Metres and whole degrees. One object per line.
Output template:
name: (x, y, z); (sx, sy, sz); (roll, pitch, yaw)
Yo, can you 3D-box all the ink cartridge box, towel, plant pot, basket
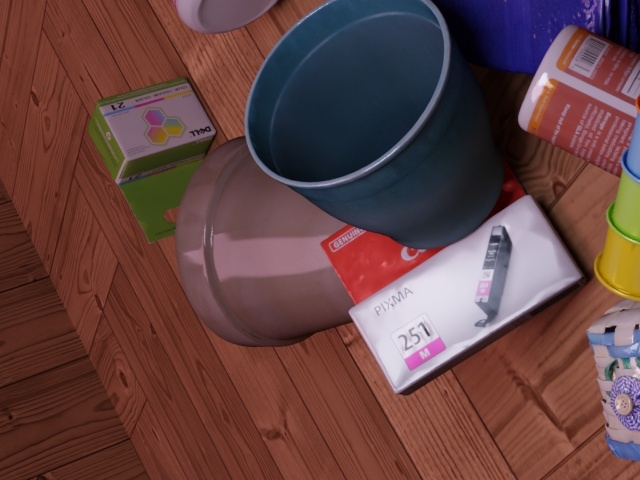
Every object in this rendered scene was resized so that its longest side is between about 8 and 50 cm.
ink cartridge box: (-0.275, -0.147, 2.408); (0.255, 0.189, 0.097); (60, 149, 17)
ink cartridge box: (0.156, 0.025, 1.687); (0.239, 0.275, 0.060); (60, -169, 18)
towel: (0.236, -0.301, 1.524); (0.308, 0.076, 0.227); (22, 122, 53)
plant pot: (0.000, 0.000, 1.926); (0.280, 0.323, 0.323); (0, 108, 44)
plant pot: (0.091, -0.122, 1.615); (0.271, 0.271, 0.255); (40, 179, 44)
basket: (0.412, 0.178, 1.362); (0.255, 0.201, 0.289); (-18, 105, 55)

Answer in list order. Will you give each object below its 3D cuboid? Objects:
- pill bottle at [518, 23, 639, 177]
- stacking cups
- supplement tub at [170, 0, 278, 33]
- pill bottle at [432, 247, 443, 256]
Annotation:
pill bottle: (0.321, -0.122, 1.359); (0.216, 0.121, 0.121); (28, 139, 12)
stacking cups: (0.320, -0.089, 1.232); (0.096, 0.096, 0.316); (44, 145, 41)
supplement tub: (-0.181, -0.467, 2.030); (0.272, 0.191, 0.191); (58, 150, 22)
pill bottle: (0.182, 0.065, 1.809); (0.108, 0.108, 0.180); (52, 147, 31)
